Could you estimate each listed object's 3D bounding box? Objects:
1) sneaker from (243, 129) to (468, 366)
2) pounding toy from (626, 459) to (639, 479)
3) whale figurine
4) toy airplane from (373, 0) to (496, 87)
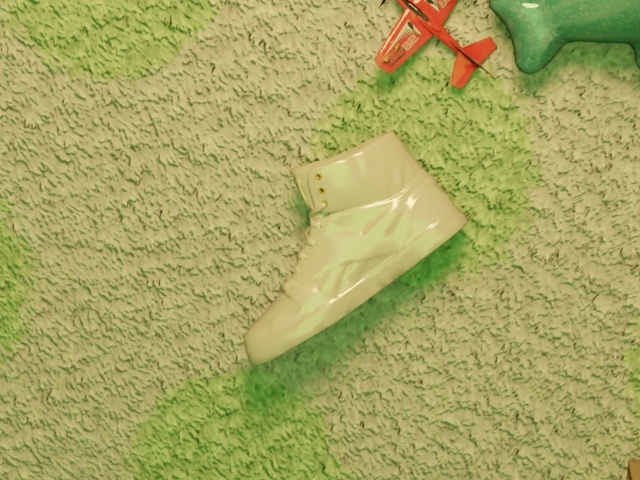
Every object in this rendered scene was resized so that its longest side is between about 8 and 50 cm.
[{"bbox_3d":[0.000,0.000,1.925,0.292,0.108,0.169,-37,94,2],"label":"sneaker"},{"bbox_3d":[0.390,0.375,1.918,0.094,0.181,0.206,3,102,5],"label":"pounding toy"},{"bbox_3d":[0.316,-0.270,1.808,0.272,0.141,0.216,-22,99,11],"label":"whale figurine"},{"bbox_3d":[0.133,-0.232,1.892,0.151,0.028,0.151,0,89,-3],"label":"toy airplane"}]
